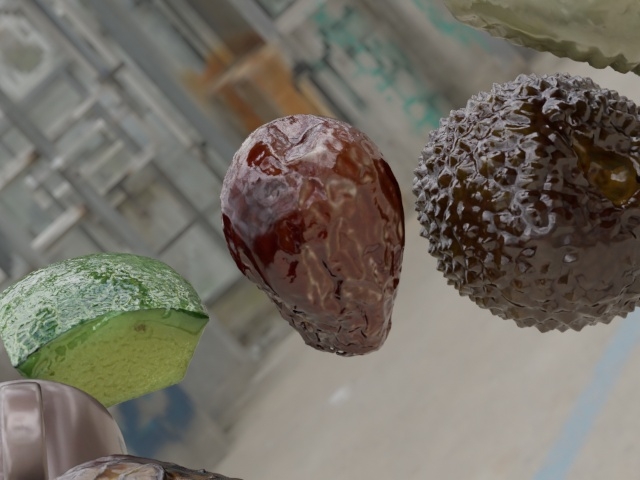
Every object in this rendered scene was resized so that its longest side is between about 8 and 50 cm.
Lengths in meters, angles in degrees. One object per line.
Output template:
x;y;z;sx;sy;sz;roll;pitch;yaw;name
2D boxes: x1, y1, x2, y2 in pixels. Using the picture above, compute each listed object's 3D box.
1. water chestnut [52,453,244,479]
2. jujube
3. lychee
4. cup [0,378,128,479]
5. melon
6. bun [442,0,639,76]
-0.104;0.289;1.280;0.289;0.289;0.244;-43;-25;-2;water chestnut
0.000;0.000;1.688;0.168;0.236;0.168;-13;32;8;jujube
0.218;-0.033;1.789;0.267;0.267;0.267;-41;10;8;lychee
-0.244;0.216;1.531;0.191;0.253;0.200;-6;43;-8;cup
-0.238;0.073;1.870;0.196;0.124;0.323;-11;17;-15;melon
0.276;-0.250;1.530;0.362;0.234;0.326;6;13;16;bun
